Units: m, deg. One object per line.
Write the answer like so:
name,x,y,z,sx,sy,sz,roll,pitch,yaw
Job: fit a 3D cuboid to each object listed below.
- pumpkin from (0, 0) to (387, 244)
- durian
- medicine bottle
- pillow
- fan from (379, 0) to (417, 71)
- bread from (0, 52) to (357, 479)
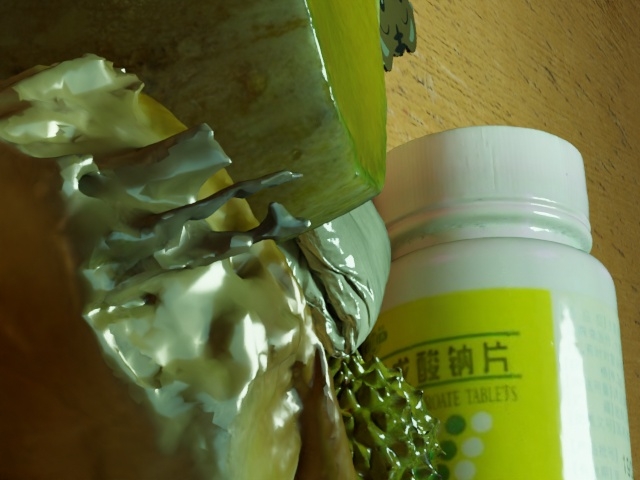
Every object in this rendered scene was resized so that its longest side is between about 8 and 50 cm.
pumpkin,-0.066,-0.136,1.136,0.332,0.199,0.332,-7,90,-71
durian,0.029,0.145,1.398,0.119,0.108,0.187,-48,126,-68
medicine bottle,0.139,0.116,1.578,0.213,0.213,0.379,44,39,-61
pillow,0.000,0.000,1.422,0.134,0.077,0.181,60,17,-11
fan,0.055,-0.278,1.850,0.152,0.008,0.227,-39,118,-68
bread,-0.098,0.105,0.894,0.183,0.236,0.389,-35,123,-52
